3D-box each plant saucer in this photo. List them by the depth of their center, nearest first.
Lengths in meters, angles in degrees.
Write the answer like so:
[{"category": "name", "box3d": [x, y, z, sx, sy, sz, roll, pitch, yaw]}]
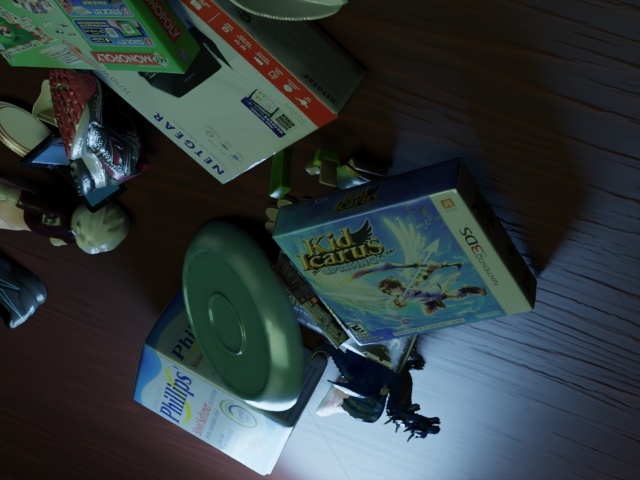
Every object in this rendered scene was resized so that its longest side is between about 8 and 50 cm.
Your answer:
[{"category": "plant saucer", "box3d": [-0.133, 0.124, 2.040, 0.317, 0.044, 0.317, 35, 135, 44]}]

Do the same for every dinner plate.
[{"category": "dinner plate", "box3d": [-0.470, -0.174, 2.089, 0.141, 0.017, 0.141, 23, 150, 15]}]

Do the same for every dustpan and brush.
[{"category": "dustpan and brush", "box3d": [-0.083, -0.296, 1.452, 0.211, 0.060, 0.147, 3, 143, 11]}]

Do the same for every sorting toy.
[{"category": "sorting toy", "box3d": [-0.384, -0.204, 1.946, 0.083, 0.045, 0.075, 22, 142, 15]}]

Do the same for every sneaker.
[{"category": "sneaker", "box3d": [-0.311, -0.164, 1.841, 0.112, 0.120, 0.299, -15, 164, -7]}, {"category": "sneaker", "box3d": [0.039, 0.285, 2.274, 0.070, 0.051, 0.134, 35, 146, 4]}, {"category": "sneaker", "box3d": [-0.655, 0.060, 2.519, 0.267, 0.106, 0.101, 38, 151, -9]}]

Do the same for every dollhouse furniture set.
[{"category": "dollhouse furniture set", "box3d": [0.012, -0.074, 1.703, 0.152, 0.058, 0.076, 14, 156, -25]}]

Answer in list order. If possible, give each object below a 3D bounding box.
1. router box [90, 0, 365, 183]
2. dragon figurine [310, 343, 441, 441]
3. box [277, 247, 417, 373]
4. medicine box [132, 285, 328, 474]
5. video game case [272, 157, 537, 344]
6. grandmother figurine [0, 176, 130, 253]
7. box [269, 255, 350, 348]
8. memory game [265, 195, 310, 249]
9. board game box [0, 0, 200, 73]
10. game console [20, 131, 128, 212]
[{"category": "router box", "box3d": [-0.156, -0.242, 1.636, 0.335, 0.082, 0.301, 41, 149, -15]}, {"category": "dragon figurine", "box3d": [0.069, 0.228, 2.071, 0.289, 0.144, 0.085, 10, 143, 33]}, {"category": "box", "box3d": [0.043, 0.090, 1.952, 0.231, 0.056, 0.183, 27, 150, 7]}, {"category": "medicine box", "box3d": [-0.165, 0.246, 2.306, 0.289, 0.149, 0.263, 29, 150, 4]}, {"category": "video game case", "box3d": [0.112, 0.024, 1.725, 0.270, 0.061, 0.244, -15, 131, 28]}, {"category": "grandmother figurine", "box3d": [-0.472, -0.048, 2.210, 0.342, 0.104, 0.208, 10, 172, 27]}, {"category": "box", "box3d": [-0.016, 0.086, 1.847, 0.094, 0.027, 0.137, 52, 177, -31]}, {"category": "memory game", "box3d": [0.000, 0.000, 1.927, 0.186, 0.012, 0.186, 23, 149, 14]}, {"category": "board game box", "box3d": [-0.319, -0.291, 1.563, 0.317, 0.046, 0.213, 8, 148, 37]}, {"category": "game console", "box3d": [-0.384, -0.103, 2.034, 0.124, 0.085, 0.144, 3, 162, -34]}]
